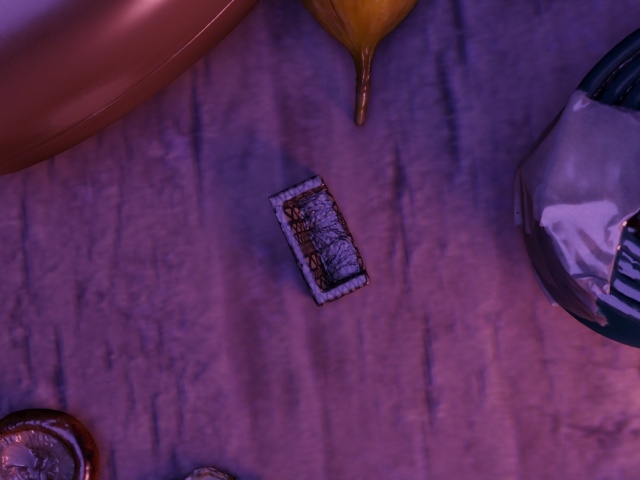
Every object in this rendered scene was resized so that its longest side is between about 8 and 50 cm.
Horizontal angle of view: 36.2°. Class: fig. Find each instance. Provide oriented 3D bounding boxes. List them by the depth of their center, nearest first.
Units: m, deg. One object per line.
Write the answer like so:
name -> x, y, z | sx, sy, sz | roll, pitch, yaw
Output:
fig -> 0.035, -0.233, 0.925 | 0.159, 0.159, 0.257 | -1, 109, 4

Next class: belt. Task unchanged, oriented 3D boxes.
belt -> 0.392, -0.067, 0.868 | 0.436, 0.173, 0.300 | -17, 78, -1

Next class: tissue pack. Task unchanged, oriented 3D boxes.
tissue pack -> -0.241, -0.239, 0.862 | 0.387, 0.277, 0.267 | -34, 89, 3

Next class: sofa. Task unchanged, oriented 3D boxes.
sofa -> 0.000, 0.000, 0.955 | 0.060, 0.039, 0.118 | -24, 87, 2

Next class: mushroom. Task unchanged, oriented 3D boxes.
mushroom -> -0.275, 0.221, 0.960 | 0.123, 0.052, 0.123 | 0, 91, 11

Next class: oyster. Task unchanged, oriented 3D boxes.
oyster -> -0.119, 0.252, 0.966 | 0.083, 0.019, 0.054 | -25, 86, 5
